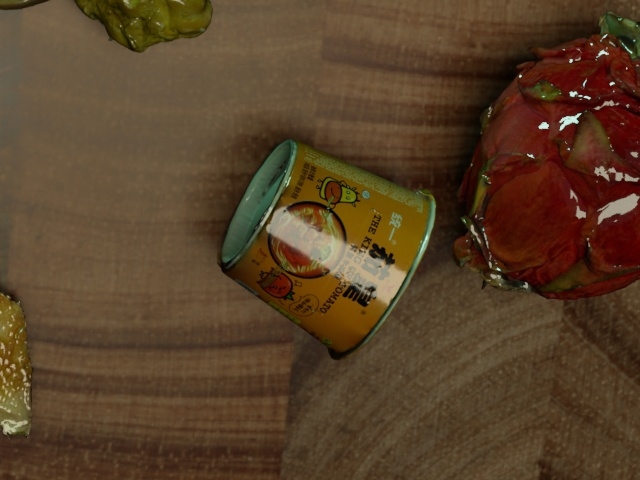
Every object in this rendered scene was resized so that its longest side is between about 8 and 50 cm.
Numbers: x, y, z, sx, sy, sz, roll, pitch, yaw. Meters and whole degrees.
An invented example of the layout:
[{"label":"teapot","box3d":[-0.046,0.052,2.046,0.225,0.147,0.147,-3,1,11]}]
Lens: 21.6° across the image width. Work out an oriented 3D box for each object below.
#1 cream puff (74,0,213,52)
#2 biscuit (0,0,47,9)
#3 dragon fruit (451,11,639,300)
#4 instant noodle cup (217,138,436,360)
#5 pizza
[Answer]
[{"label":"cream puff","box3d":[-0.190,-0.256,1.745,0.116,0.146,0.146,-34,111,-3]},{"label":"biscuit","box3d":[-0.308,-0.330,1.715,0.181,0.049,0.208,38,85,5]},{"label":"dragon fruit","box3d":[0.300,-0.080,1.854,0.277,0.277,0.342,19,98,-19]},{"label":"instant noodle cup","box3d":[0.000,0.000,1.836,0.172,0.216,0.215,30,96,-13]},{"label":"pizza","box3d":[-0.393,0.111,1.833,0.226,0.069,0.147,32,73,-24]}]
